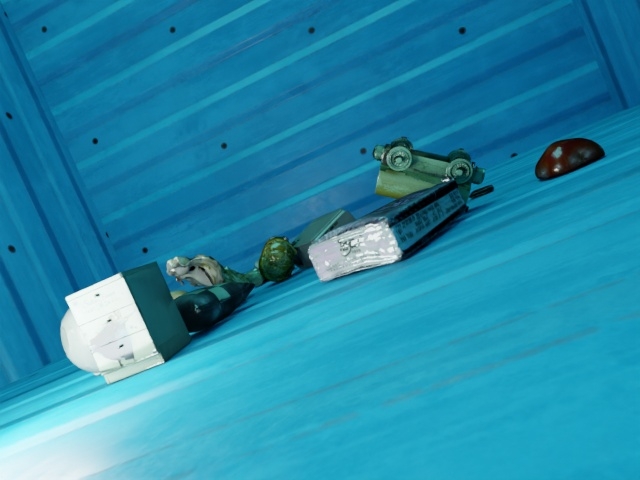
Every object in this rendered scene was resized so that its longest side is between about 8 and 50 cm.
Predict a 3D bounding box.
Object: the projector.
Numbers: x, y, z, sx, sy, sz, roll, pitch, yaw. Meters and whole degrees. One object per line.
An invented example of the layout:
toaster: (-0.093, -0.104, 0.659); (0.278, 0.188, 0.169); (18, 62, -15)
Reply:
projector: (0.000, 0.000, 1.620); (0.198, 0.108, 0.250); (-46, 15, -29)

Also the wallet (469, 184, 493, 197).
wallet: (0.562, -0.171, 1.535); (0.082, 0.018, 0.157); (-22, 2, 26)

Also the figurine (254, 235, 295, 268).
figurine: (-0.192, 0.042, 1.832); (0.167, 0.141, 0.250); (-1, 10, -16)

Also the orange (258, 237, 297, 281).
orange: (-0.149, 0.068, 1.551); (0.134, 0.156, 0.156); (8, -10, -22)

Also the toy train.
toy train: (0.283, -0.173, 1.207); (0.308, 0.189, 0.126); (14, 19, 7)

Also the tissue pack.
tissue pack: (0.169, -0.029, 1.071); (0.259, 0.122, 0.361); (-24, 4, 43)

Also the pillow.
pillow: (-0.306, 0.176, 1.165); (0.186, 0.106, 0.250); (-22, -1, 27)

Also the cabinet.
cabinet: (-0.416, 0.177, 0.971); (0.145, 0.206, 0.150); (-23, 3, 10)

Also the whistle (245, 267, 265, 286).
whistle: (-0.257, 0.147, 1.813); (0.126, 0.067, 0.258); (-20, 5, -4)

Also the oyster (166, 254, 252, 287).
oyster: (-0.330, 0.112, 1.379); (0.238, 0.114, 0.351); (11, -9, 31)

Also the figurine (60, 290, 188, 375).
figurine: (-0.526, 0.215, 1.256); (0.275, 0.226, 0.394); (15, 19, 41)

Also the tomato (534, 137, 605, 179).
tomato: (0.646, -0.226, 1.181); (0.166, 0.082, 0.174); (-25, 5, -5)
